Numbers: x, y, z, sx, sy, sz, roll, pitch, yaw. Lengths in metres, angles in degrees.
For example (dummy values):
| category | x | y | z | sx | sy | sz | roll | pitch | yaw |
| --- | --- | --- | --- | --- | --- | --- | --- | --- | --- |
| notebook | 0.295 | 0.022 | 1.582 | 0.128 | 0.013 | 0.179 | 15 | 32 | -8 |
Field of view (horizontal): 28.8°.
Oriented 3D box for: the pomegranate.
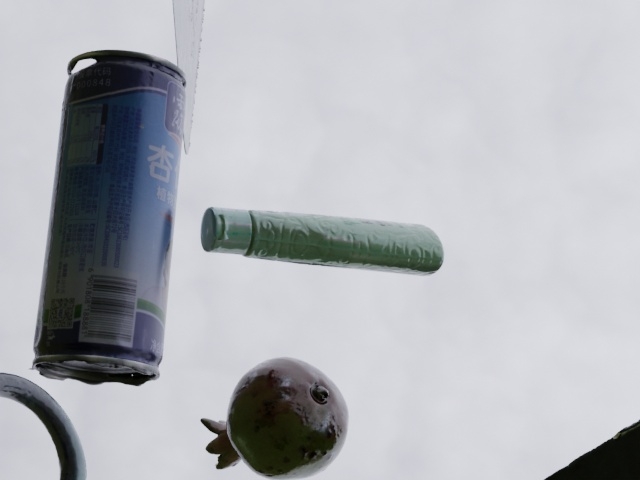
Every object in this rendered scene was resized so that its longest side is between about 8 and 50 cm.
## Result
| category | x | y | z | sx | sy | sz | roll | pitch | yaw |
| --- | --- | --- | --- | --- | --- | --- | --- | --- | --- |
| pomegranate | -0.044 | 0.184 | 1.276 | 0.159 | 0.129 | 0.129 | -16 | -85 | 58 |

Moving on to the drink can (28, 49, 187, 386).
| category | x | y | z | sx | sy | sz | roll | pitch | yaw |
| --- | --- | --- | --- | --- | --- | --- | --- | --- | --- |
| drink can | -0.154 | -0.015 | 0.920 | 0.097 | 0.097 | 0.235 | -11 | -110 | 39 |

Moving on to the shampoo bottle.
| category | x | y | z | sx | sy | sz | roll | pitch | yaw |
| --- | --- | --- | --- | --- | --- | --- | --- | --- | --- |
| shampoo bottle | 0.000 | 0.000 | 0.972 | 0.069 | 0.190 | 0.041 | -141 | -120 | -61 |

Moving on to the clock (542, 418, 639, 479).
| category | x | y | z | sx | sy | sz | roll | pitch | yaw |
| --- | --- | --- | --- | --- | --- | --- | --- | --- | --- |
| clock | 0.299 | 0.243 | 1.185 | 0.386 | 0.386 | 0.076 | -45 | -117 | 37 |

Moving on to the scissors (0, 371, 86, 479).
| category | x | y | z | sx | sy | sz | roll | pitch | yaw |
| --- | --- | --- | --- | --- | --- | --- | --- | --- | --- |
| scissors | -0.273 | 0.020 | 0.653 | 0.029 | 0.256 | 0.383 | -21 | -87 | 35 |

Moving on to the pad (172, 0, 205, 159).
| category | x | y | z | sx | sy | sz | roll | pitch | yaw |
| --- | --- | --- | --- | --- | --- | --- | --- | --- | --- |
| pad | -0.103 | -0.258 | 1.276 | 0.063 | 0.375 | 0.315 | 1 | -45 | -1 |
